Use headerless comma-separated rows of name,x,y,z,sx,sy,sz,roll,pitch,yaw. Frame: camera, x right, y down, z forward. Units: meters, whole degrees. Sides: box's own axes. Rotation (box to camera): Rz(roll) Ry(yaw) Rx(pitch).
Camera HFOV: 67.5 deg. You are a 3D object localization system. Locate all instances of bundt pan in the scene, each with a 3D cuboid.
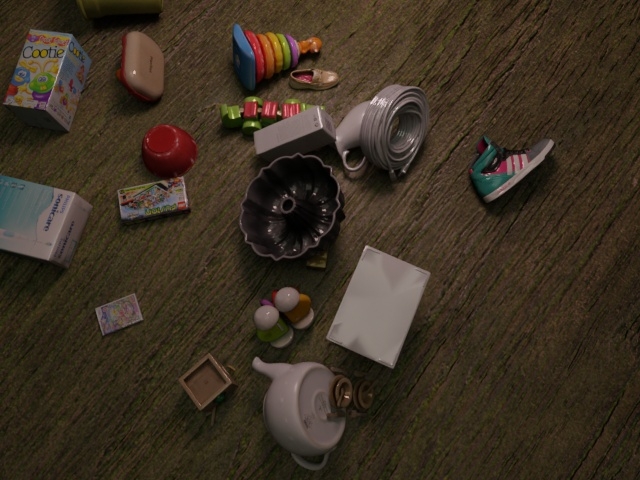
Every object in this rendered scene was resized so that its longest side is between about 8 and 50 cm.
bundt pan,-0.070,-0.084,1.412,0.331,0.124,0.330,-8,70,23

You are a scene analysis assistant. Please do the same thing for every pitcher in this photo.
pitcher,0.130,-0.333,1.528,0.207,0.125,0.177,-34,85,1

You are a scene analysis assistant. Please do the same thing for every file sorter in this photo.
file sorter,0.155,0.193,1.358,0.193,0.173,0.277,23,77,4

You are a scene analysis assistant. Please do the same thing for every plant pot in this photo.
plant pot,-0.661,-0.870,1.601,0.254,0.276,0.275,1,75,-13

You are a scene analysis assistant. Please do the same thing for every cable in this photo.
cable,0.230,-0.344,1.462,0.089,0.257,0.257,32,83,40

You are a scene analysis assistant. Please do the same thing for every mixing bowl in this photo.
mixing bowl,-0.491,-0.298,1.518,0.182,0.098,0.181,0,75,-2

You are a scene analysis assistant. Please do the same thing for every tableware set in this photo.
tableware set,0.094,0.415,1.300,0.039,0.194,0.128,-9,68,39

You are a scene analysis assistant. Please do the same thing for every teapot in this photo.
teapot,-0.062,0.458,1.283,0.187,0.253,0.255,-23,49,33

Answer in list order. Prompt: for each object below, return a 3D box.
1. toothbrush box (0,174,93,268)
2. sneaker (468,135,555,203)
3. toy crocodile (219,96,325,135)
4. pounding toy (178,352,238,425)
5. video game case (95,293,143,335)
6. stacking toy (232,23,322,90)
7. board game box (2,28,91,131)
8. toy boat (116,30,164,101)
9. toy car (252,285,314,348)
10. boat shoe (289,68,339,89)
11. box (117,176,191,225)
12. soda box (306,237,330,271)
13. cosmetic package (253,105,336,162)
toothbrush box,-0.881,-0.059,1.435,0.296,0.126,0.216,12,75,3
sneaker,0.584,-0.272,1.518,0.296,0.124,0.178,-39,89,-9
toy crocodile,-0.152,-0.406,1.546,0.341,0.105,0.115,2,75,-1
pounding toy,-0.308,0.420,1.343,0.130,0.100,0.141,-40,69,-11
video game case,-0.598,0.220,1.424,0.122,0.011,0.087,-22,77,-6
stacking toy,-0.134,-0.629,1.596,0.302,0.165,0.175,-19,64,-17
board game box,-0.875,-0.515,1.546,0.142,0.144,0.275,9,75,2
toy boat,-0.612,-0.566,1.581,0.151,0.151,0.230,-10,74,27
toy car,-0.119,0.207,1.380,0.182,0.159,0.136,-41,45,-10
boat shoe,-0.021,-0.546,1.608,0.170,0.059,0.062,-6,75,-2
box,-0.520,-0.124,1.503,0.207,0.036,0.114,-13,76,-4
soda box,0.000,0.000,1.466,0.062,0.058,0.181,9,76,2
cosmetic package,-0.078,-0.320,1.475,0.231,0.117,0.085,-15,75,21
